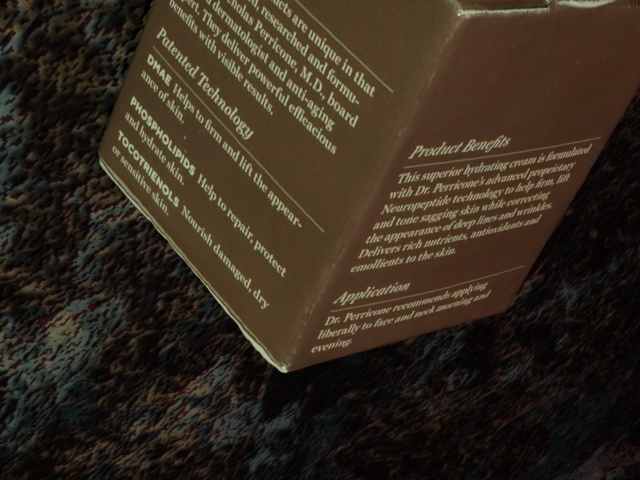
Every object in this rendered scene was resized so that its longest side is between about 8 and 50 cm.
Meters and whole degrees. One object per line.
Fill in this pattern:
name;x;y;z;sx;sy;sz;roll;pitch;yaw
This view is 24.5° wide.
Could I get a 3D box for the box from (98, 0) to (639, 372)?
box;0.028;-0.076;0.705;0.168;0.167;0.203;-10;137;-43
